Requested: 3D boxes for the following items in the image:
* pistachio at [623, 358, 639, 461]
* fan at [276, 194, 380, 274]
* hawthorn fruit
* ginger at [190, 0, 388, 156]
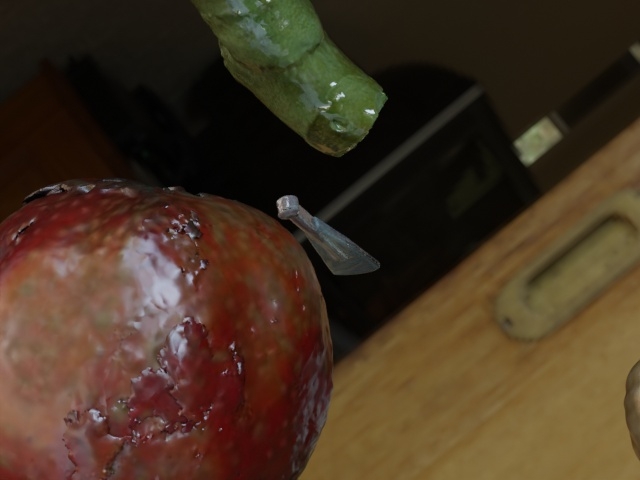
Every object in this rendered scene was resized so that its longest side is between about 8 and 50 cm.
[{"bbox_3d":[0.310,0.107,1.233,0.108,0.185,0.126,26,26,-48],"label":"pistachio"},{"bbox_3d":[0.000,0.000,1.700,0.282,0.057,0.023,38,48,-67],"label":"fan"},{"bbox_3d":[-0.084,0.088,0.738,0.181,0.181,0.235,39,52,-75],"label":"hawthorn fruit"},{"bbox_3d":[-0.056,-0.179,1.274,0.290,0.089,0.137,48,8,-22],"label":"ginger"}]
